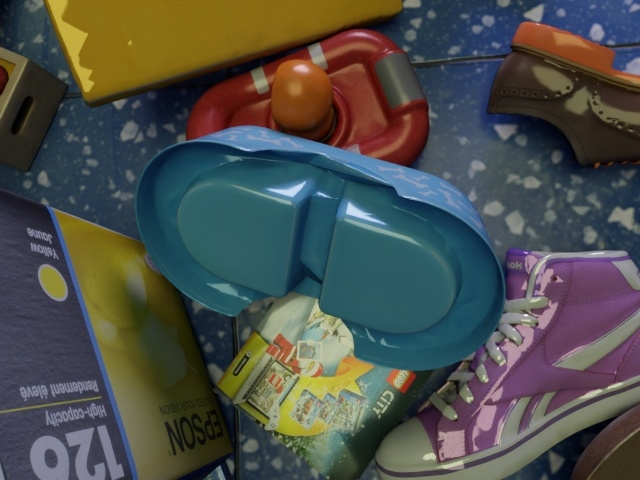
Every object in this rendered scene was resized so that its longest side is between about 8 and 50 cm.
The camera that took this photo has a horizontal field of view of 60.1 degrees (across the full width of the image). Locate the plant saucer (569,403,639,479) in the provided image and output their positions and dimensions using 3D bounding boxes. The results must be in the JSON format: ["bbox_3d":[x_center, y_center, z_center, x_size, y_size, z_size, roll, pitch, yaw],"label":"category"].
[{"bbox_3d":[0.272,0.187,0.461,0.169,0.029,0.168,-9,121,-15],"label":"plant saucer"}]

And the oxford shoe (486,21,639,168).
[{"bbox_3d":[0.289,-0.103,0.513,0.272,0.097,0.098,29,108,14],"label":"oxford shoe"}]

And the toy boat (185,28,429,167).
[{"bbox_3d":[-0.016,-0.115,0.510,0.231,0.151,0.150,-21,81,4],"label":"toy boat"}]

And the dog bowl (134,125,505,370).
[{"bbox_3d":[0.000,0.000,0.454,0.298,0.074,0.165,17,126,9],"label":"dog bowl"}]

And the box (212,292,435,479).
[{"bbox_3d":[0.030,0.095,0.534,0.159,0.044,0.233,35,89,9],"label":"box"}]

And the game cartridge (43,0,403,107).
[{"bbox_3d":[-0.108,-0.305,0.506,0.324,0.053,0.285,-22,102,-17],"label":"game cartridge"}]

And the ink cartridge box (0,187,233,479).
[{"bbox_3d":[-0.158,0.125,0.410,0.072,0.303,0.307,-27,76,3],"label":"ink cartridge box"}]

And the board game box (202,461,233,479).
[{"bbox_3d":[-0.137,0.238,0.552,0.090,0.020,0.090,-25,80,4],"label":"board game box"}]

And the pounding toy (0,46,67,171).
[{"bbox_3d":[-0.360,-0.135,0.581,0.130,0.100,0.141,23,87,10],"label":"pounding toy"}]

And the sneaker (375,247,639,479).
[{"bbox_3d":[0.156,0.096,0.482,0.282,0.102,0.160,-24,94,-7],"label":"sneaker"}]
